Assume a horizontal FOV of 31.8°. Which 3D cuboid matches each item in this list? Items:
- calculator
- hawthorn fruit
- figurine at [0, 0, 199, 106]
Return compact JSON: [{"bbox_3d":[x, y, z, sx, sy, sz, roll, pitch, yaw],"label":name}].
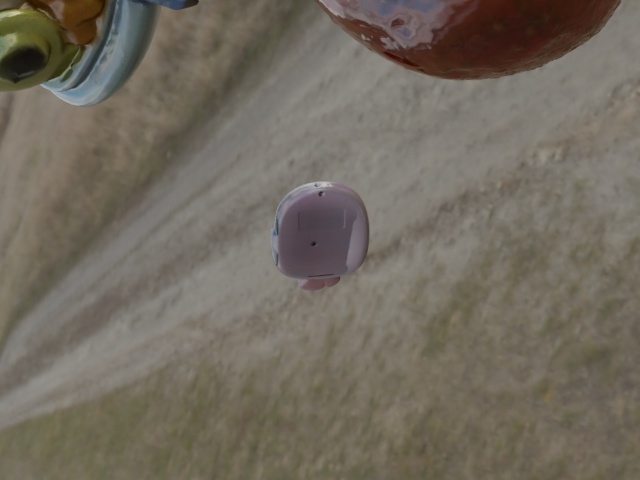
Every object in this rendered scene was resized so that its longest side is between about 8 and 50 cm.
[{"bbox_3d":[0.000,0.000,1.168,0.166,0.103,0.024,90,173,-48],"label":"calculator"},{"bbox_3d":[0.108,-0.251,0.853,0.275,0.275,0.299,-62,-13,25],"label":"hawthorn fruit"},{"bbox_3d":[-0.291,-0.155,0.806,0.224,0.382,0.205,56,170,23],"label":"figurine"}]
